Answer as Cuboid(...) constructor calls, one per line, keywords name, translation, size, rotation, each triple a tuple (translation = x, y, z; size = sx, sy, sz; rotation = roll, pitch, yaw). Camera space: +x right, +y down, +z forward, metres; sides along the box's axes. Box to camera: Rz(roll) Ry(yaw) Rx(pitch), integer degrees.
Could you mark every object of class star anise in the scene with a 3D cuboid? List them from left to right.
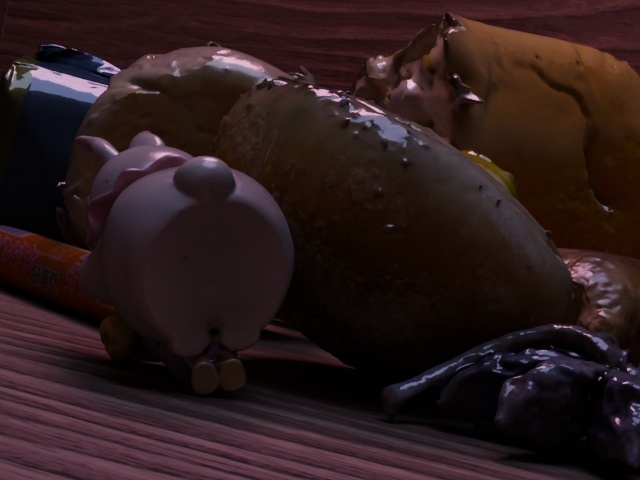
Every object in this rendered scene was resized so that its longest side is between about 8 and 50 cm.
Cuboid(name="star anise", translation=(0.174, 0.104, 1.125), size=(0.262, 0.081, 0.230), rotation=(13, 13, 0))

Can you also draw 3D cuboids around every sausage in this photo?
Cuboid(name="sausage", translation=(-0.212, 0.030, 1.414), size=(0.053, 0.053, 0.348), rotation=(8, 3, -37))

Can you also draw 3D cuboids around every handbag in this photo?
Cuboid(name="handbag", translation=(-0.211, -0.065, 1.684), size=(0.241, 0.222, 0.263), rotation=(15, 3, -5))

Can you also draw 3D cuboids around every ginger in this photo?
Cuboid(name="ginger", translation=(0.307, 0.080, 1.613), size=(0.270, 0.123, 0.219), rotation=(10, 0, -20))

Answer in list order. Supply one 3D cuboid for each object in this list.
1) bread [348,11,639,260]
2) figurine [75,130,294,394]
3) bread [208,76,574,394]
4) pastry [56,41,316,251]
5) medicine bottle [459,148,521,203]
Cuboid(name="bread", translation=(0.216, -0.048, 1.923), size=(0.394, 0.361, 0.250), rotation=(12, 43, -26))
Cuboid(name="figurine", translation=(-0.108, 0.003, 1.169), size=(0.127, 0.155, 0.235), rotation=(-20, 19, -17))
Cuboid(name="bread", translation=(0.038, 0.007, 1.266), size=(0.305, 0.158, 0.305), rotation=(34, -9, 6))
Cuboid(name="pastry", translation=(-0.104, -0.052, 1.495), size=(0.265, 0.264, 0.133), rotation=(10, 3, -3))
Cuboid(name="medicine bottle", translation=(0.102, 0.006, 1.574), size=(0.124, 0.124, 0.239), rotation=(12, 29, 25))
